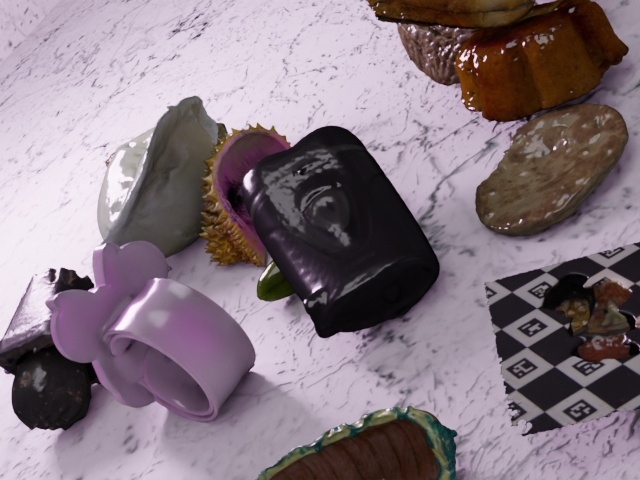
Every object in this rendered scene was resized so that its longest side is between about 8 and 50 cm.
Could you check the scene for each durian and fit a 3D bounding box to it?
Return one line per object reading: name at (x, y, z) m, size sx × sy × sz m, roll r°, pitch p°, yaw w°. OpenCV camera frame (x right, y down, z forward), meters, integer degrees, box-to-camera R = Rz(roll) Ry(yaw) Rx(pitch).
durian at (-0.135, -0.089, 1.960) m, size 0.154 × 0.186 × 0.260 m, roll -9°, pitch 24°, yaw 30°

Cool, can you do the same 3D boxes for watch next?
watch at (-0.210, 0.124, 1.607) m, size 0.218 × 0.248 × 0.211 m, roll 0°, pitch 43°, yaw 44°

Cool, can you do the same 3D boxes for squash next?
squash at (0.000, 0.000, 1.759) m, size 0.258 × 0.069 × 0.069 m, roll -47°, pitch 30°, yaw -21°

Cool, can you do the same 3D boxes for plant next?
plant at (-0.408, 0.170, 1.822) m, size 0.142 × 0.164 × 0.256 m, roll -18°, pitch 57°, yaw 26°

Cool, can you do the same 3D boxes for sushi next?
sushi at (0.318, 0.110, 1.262) m, size 0.264 × 0.050 × 0.290 m, roll -15°, pitch 29°, yaw 7°

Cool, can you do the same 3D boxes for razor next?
razor at (0.023, -0.015, 1.644) m, size 0.204 × 0.113 × 0.349 m, roll -26°, pitch 46°, yaw -4°

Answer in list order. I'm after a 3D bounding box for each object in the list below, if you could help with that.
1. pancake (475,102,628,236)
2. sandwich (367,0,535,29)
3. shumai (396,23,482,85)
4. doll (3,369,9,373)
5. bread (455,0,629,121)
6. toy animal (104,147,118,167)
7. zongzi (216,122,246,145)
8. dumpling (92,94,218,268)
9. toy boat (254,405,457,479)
pancake at (0.312, -0.095, 1.590) m, size 0.223 × 0.042 × 0.236 m, roll -13°, pitch 38°, yaw 37°
sandwich at (0.234, -0.409, 1.800) m, size 0.249 × 0.095 × 0.273 m, roll 12°, pitch 33°, yaw 28°
shumai at (0.244, -0.365, 1.968) m, size 0.206 × 0.166 × 0.175 m, roll 18°, pitch 47°, yaw 30°
doll at (-0.442, 0.170, 1.983) m, size 0.206 × 0.067 × 0.110 m, roll -29°, pitch 36°, yaw -11°
bread at (0.324, -0.270, 1.750) m, size 0.247 × 0.135 × 0.232 m, roll -7°, pitch 24°, yaw 44°
toy animal at (-0.355, -0.080, 2.215) m, size 0.114 × 0.116 × 0.255 m, roll -27°, pitch 30°, yaw 19°
zongzi at (-0.230, -0.208, 2.350) m, size 0.154 × 0.062 × 0.130 m, roll -31°, pitch 16°, yaw -5°
dumpling at (-0.268, -0.099, 2.063) m, size 0.270 × 0.212 × 0.320 m, roll -43°, pitch 38°, yaw 37°
toy boat at (0.020, 0.261, 1.301) m, size 0.293 × 0.108 × 0.099 m, roll -24°, pitch 2°, yaw 20°
